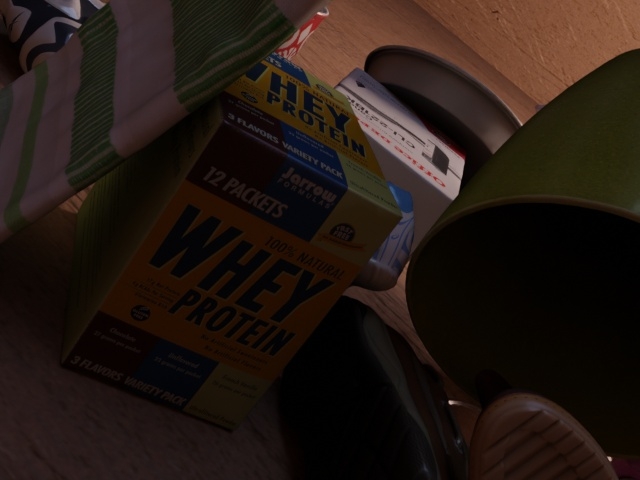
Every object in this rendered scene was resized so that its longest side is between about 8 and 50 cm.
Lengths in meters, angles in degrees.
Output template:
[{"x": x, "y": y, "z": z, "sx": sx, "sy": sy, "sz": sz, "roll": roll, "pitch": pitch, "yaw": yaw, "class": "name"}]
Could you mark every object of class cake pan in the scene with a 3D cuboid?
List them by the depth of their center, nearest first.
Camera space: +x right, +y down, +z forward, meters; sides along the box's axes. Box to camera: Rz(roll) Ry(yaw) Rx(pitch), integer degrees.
[{"x": 0.171, "y": -0.160, "z": 1.348, "sx": 0.293, "sy": 0.054, "sz": 0.293, "roll": 34, "pitch": -15, "yaw": 10, "class": "cake pan"}]

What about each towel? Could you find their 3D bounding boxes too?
[{"x": -0.135, "y": -0.124, "z": 0.638, "sx": 0.038, "sy": 0.324, "sz": 0.248, "roll": 51, "pitch": 11, "yaw": -33, "class": "towel"}]

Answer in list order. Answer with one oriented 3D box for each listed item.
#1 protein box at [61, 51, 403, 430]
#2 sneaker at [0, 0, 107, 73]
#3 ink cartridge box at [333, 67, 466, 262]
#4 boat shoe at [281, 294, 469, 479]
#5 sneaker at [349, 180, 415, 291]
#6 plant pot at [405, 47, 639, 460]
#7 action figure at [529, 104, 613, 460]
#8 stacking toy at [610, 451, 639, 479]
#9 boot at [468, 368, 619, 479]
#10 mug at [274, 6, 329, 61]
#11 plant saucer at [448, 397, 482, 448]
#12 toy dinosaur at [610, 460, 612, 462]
[{"x": -0.072, "y": -0.019, "z": 0.668, "sx": 0.136, "sy": 0.201, "sz": 0.200, "roll": 27, "pitch": 24, "yaw": -25, "class": "protein box"}, {"x": -0.239, "y": -0.224, "z": 0.973, "sx": 0.153, "sy": 0.094, "sz": 0.235, "roll": 52, "pitch": 35, "yaw": 13, "class": "sneaker"}, {"x": 0.070, "y": -0.099, "z": 1.170, "sx": 0.197, "sy": 0.114, "sz": 0.273, "roll": 37, "pitch": 22, "yaw": -2, "class": "ink cartridge box"}, {"x": 0.057, "y": 0.157, "z": 0.629, "sx": 0.120, "sy": 0.122, "sz": 0.324, "roll": 33, "pitch": 22, "yaw": -21, "class": "boat shoe"}, {"x": 0.000, "y": 0.000, "z": 0.773, "sx": 0.085, "sy": 0.086, "sz": 0.237, "roll": 33, "pitch": -19, "yaw": -25, "class": "sneaker"}, {"x": 0.252, "y": -0.022, "z": 0.766, "sx": 0.274, "sy": 0.275, "sz": 0.293, "roll": 36, "pitch": 52, "yaw": -3, "class": "plant pot"}, {"x": 0.293, "y": 0.028, "z": 1.020, "sx": 0.275, "sy": 0.248, "sz": 0.370, "roll": 27, "pitch": 35, "yaw": 16, "class": "action figure"}, {"x": 0.301, "y": 0.214, "z": 0.776, "sx": 0.301, "sy": 0.166, "sz": 0.175, "roll": -19, "pitch": 18, "yaw": -20, "class": "stacking toy"}, {"x": 0.136, "y": 0.152, "z": 0.646, "sx": 0.248, "sy": 0.090, "sz": 0.207, "roll": 62, "pitch": 4, "yaw": -29, "class": "boot"}, {"x": -0.091, "y": -0.242, "z": 1.138, "sx": 0.113, "sy": 0.169, "sz": 0.150, "roll": 44, "pitch": 23, "yaw": 15, "class": "mug"}, {"x": 0.143, "y": 0.195, "z": 0.806, "sx": 0.168, "sy": 0.029, "sz": 0.168, "roll": 32, "pitch": 22, "yaw": -15, "class": "plant saucer"}, {"x": 0.340, "y": 0.253, "z": 0.984, "sx": 0.092, "sy": 0.053, "sz": 0.183, "roll": 46, "pitch": 25, "yaw": -22, "class": "toy dinosaur"}]
